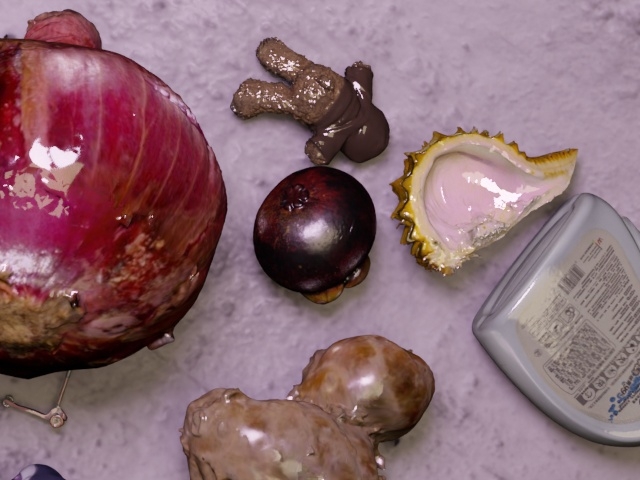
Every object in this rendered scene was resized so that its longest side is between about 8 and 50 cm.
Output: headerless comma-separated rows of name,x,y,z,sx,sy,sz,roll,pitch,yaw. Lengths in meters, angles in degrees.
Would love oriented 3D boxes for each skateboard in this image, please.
skateboard,-0.262,0.132,1.846,0.064,0.032,0.083,21,87,-2

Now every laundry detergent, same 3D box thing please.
laundry detergent,0.312,0.108,1.942,0.280,0.105,0.215,39,79,-8

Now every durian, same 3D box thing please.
durian,0.161,-0.048,1.928,0.224,0.078,0.140,-19,81,-23

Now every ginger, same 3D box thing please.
ginger,-0.011,0.276,1.832,0.256,0.176,0.375,3,89,-29

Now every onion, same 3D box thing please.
onion,-0.252,-0.067,1.737,0.347,0.348,0.385,14,48,-13

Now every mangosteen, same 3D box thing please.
mangosteen,0.000,0.000,1.871,0.140,0.140,0.140,0,89,-13

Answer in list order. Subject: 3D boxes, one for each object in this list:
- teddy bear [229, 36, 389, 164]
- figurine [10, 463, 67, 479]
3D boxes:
teddy bear,0.003,-0.137,1.885,0.160,0.078,0.119,29,69,-13
figurine,-0.314,0.299,1.772,0.222,0.145,0.145,-45,99,-5
